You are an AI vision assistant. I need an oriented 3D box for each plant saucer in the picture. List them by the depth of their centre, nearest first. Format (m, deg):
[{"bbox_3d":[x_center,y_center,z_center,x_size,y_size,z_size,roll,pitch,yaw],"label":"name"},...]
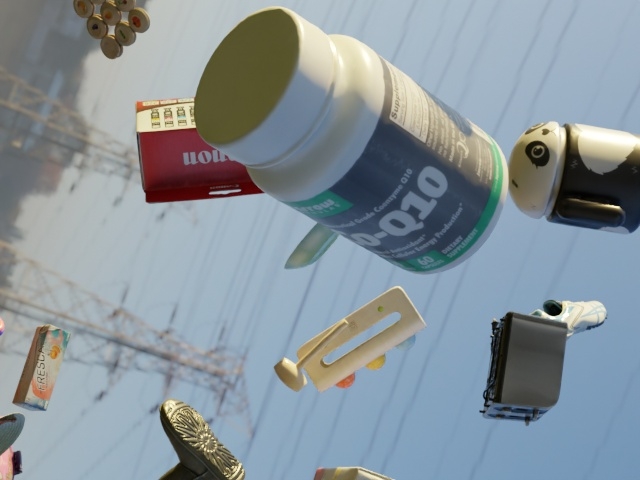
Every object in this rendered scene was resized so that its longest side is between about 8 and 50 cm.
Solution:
[{"bbox_3d":[0.000,0.000,2.547,0.195,0.037,0.195,-47,171,-10],"label":"plant saucer"}]

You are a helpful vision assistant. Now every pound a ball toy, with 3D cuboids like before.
[{"bbox_3d":[0.072,0.234,2.567,0.319,0.135,0.208,-33,177,2],"label":"pound a ball toy"}]

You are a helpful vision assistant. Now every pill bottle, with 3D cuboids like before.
[{"bbox_3d":[0.040,-0.112,1.397,0.204,0.361,0.204,-25,-129,36],"label":"pill bottle"}]

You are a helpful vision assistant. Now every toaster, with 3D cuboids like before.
[{"bbox_3d":[0.334,0.207,1.967,0.168,0.110,0.185,90,10,-73],"label":"toaster"}]

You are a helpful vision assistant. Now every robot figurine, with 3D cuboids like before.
[{"bbox_3d":[0.450,-0.106,1.981,0.209,0.278,0.173,80,20,-88],"label":"robot figurine"}]

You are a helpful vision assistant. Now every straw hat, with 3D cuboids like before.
[{"bbox_3d":[-0.485,0.268,1.666,0.144,0.061,0.144,-40,164,-14],"label":"straw hat"}]

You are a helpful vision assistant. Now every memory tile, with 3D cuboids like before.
[{"bbox_3d":[-0.320,-0.349,1.754,0.113,0.148,0.012,-31,-175,40],"label":"memory tile"}]

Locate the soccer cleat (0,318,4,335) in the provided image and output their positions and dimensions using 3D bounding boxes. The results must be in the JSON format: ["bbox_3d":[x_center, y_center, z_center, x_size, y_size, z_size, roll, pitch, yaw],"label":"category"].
[{"bbox_3d":[-0.764,0.187,2.517,0.083,0.248,0.095,-39,132,-56],"label":"soccer cleat"}]

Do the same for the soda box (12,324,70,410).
[{"bbox_3d":[-0.609,0.279,2.600,0.063,0.058,0.183,-11,-121,48],"label":"soda box"}]

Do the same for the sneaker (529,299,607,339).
[{"bbox_3d":[0.472,0.143,2.264,0.085,0.237,0.086,-26,-97,38],"label":"sneaker"}]

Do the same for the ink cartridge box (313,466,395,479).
[{"bbox_3d":[0.057,0.612,2.413,0.385,0.160,0.279,138,-26,-74],"label":"ink cartridge box"}]

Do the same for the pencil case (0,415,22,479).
[{"bbox_3d":[-0.690,0.356,1.949,0.167,0.386,0.160,-39,124,-69],"label":"pencil case"}]

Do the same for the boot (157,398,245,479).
[{"bbox_3d":[-0.241,0.374,1.882,0.208,0.189,0.076,-41,175,30],"label":"boot"}]

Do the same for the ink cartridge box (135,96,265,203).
[{"bbox_3d":[-0.195,-0.185,2.292,0.272,0.310,0.130,-112,-163,-65],"label":"ink cartridge box"}]
